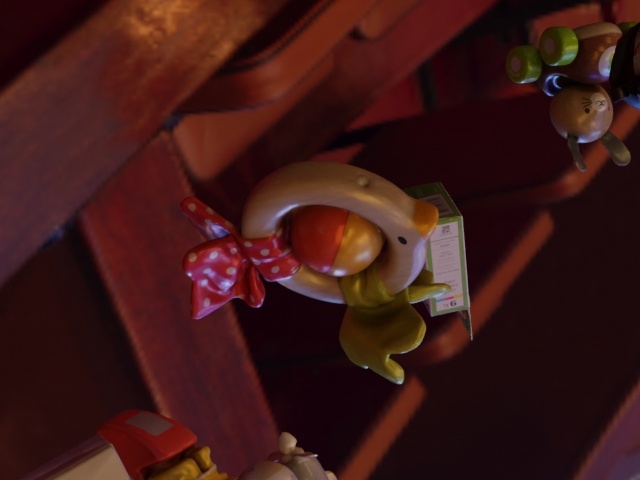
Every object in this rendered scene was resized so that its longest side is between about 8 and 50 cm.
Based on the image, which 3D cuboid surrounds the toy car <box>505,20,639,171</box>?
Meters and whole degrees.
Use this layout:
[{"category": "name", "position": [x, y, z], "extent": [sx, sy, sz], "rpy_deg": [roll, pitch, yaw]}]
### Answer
[{"category": "toy car", "position": [0.361, -0.188, 1.917], "extent": [0.155, 0.149, 0.188], "rpy_deg": [-9, 82, -31]}]

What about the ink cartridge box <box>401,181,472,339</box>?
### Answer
[{"category": "ink cartridge box", "position": [0.166, 0.035, 2.020], "extent": [0.062, 0.109, 0.209], "rpy_deg": [-13, 121, -7]}]

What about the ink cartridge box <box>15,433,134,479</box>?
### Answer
[{"category": "ink cartridge box", "position": [-0.246, 0.310, 1.160], "extent": [0.270, 0.198, 0.197], "rpy_deg": [-30, 91, -13]}]

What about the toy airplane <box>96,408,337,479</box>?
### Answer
[{"category": "toy airplane", "position": [-0.105, 0.399, 1.817], "extent": [0.384, 0.272, 0.386], "rpy_deg": [24, 35, -27]}]

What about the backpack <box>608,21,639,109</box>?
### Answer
[{"category": "backpack", "position": [0.344, -0.156, 1.150], "extent": [0.152, 0.182, 0.115], "rpy_deg": [15, 68, -35]}]

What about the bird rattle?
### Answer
[{"category": "bird rattle", "position": [0.000, 0.000, 1.256], "extent": [0.143, 0.253, 0.207], "rpy_deg": [-63, 180, -42]}]
